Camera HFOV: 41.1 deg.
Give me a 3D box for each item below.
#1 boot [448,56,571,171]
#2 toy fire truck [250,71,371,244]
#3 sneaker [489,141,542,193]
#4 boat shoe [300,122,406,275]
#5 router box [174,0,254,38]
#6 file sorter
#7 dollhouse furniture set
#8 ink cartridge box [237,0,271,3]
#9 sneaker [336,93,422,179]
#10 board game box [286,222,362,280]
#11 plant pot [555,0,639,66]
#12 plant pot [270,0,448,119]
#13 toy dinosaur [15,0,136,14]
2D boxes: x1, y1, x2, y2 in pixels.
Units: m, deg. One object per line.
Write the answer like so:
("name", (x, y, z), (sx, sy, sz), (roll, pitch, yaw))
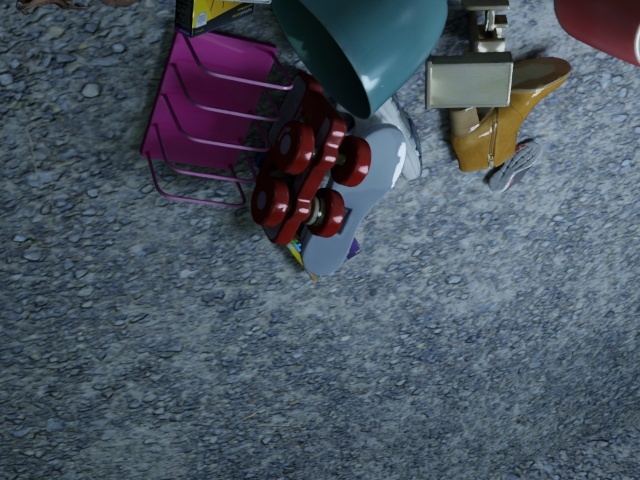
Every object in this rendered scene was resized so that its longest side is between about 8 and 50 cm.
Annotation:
("boot", (0.431, -0.278, 1.935), (0.295, 0.104, 0.211), (-23, 138, 3))
("toy fire truck", (-0.048, -0.158, 1.721), (0.169, 0.254, 0.302), (10, 122, -31))
("sneaker", (0.474, -0.176, 2.068), (0.158, 0.061, 0.065), (-43, 157, 16))
("boat shoe", (0.059, -0.108, 1.850), (0.136, 0.156, 0.367), (18, 114, -19))
("router box", (-0.181, -0.446, 1.503), (0.179, 0.046, 0.133), (-39, 149, -45))
("file sorter", (-0.201, -0.229, 1.646), (0.202, 0.182, 0.290), (7, 125, -27))
("dollhouse furniture set", (0.288, -0.372, 1.708), (0.161, 0.242, 0.212), (0, 131, 5))
("ink cartridge box", (-0.152, -0.535, 1.327), (0.129, 0.307, 0.223), (0, 128, -22))
("sneaker", (0.135, -0.238, 1.850), (0.129, 0.111, 0.297), (-21, 131, 17))
("board game box", (0.000, 0.000, 2.010), (0.141, 0.048, 0.170), (-31, 133, 6))
("plant pot", (0.661, -0.486, 1.750), (0.275, 0.243, 0.275), (-11, 130, -13))
("plant pot", (0.087, -0.408, 1.563), (0.235, 0.293, 0.293), (-39, 133, -7))
("toy dinosaur", (-0.366, -0.443, 1.452), (0.296, 0.127, 0.200), (9, 136, -48))
